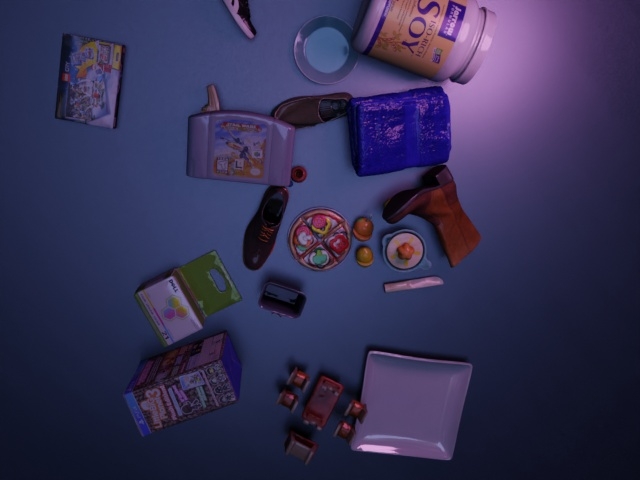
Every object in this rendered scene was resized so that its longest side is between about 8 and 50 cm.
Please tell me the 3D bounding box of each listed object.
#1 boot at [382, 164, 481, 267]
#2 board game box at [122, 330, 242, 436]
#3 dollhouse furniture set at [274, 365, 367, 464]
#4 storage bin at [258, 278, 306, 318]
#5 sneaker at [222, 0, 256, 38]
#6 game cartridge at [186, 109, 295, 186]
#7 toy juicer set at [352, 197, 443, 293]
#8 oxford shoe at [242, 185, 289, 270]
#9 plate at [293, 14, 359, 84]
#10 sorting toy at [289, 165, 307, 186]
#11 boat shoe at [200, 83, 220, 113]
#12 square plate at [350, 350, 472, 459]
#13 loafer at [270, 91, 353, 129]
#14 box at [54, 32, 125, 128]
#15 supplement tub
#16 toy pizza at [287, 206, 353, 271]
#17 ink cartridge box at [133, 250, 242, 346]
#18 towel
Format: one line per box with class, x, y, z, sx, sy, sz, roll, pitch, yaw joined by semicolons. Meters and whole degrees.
boot;0.331;-0.041;1.804;0.264;0.096;0.280;-40;113;-27
board game box;-0.395;0.414;1.802;0.291;0.232;0.141;-19;103;1
dollhouse furniture set;-0.018;0.554;1.920;0.262;0.135;0.259;27;93;2
storage bin;-0.117;0.174;1.844;0.135;0.091;0.098;19;100;-8
sneaker;-0.209;-0.670;1.658;0.121;0.079;0.217;-33;101;4
game cartridge;-0.224;-0.262;1.711;0.297;0.062;0.198;5;117;-4
toy juicer set;0.220;0.050;1.845;0.209;0.089;0.329;-29;103;2
oxford shoe;-0.167;-0.033;1.790;0.097;0.098;0.271;17;100;-8
plate;0.017;-0.539;1.734;0.188;0.024;0.188;-1;102;-5
sorting toy;-0.089;-0.188;1.798;0.102;0.042;0.061;4;87;7
boat shoe;-0.312;-0.354;1.727;0.059;0.063;0.170;-7;104;-9
square plate;0.289;0.532;1.976;0.344;0.049;0.347;8;102;-7
loafer;-0.022;-0.372;1.734;0.251;0.087;0.094;-16;103;-1
box;-0.638;-0.439;1.692;0.159;0.044;0.233;10;101;-7
supplement tub;0.272;-0.570;1.636;0.331;0.241;0.241;18;100;-9
toy pizza;0.000;0.000;1.845;0.201;0.032;0.201;-1;102;-5
ink cartridge box;-0.390;0.170;1.818;0.255;0.097;0.189;-26;103;2
towel;0.232;-0.310;1.735;0.308;0.076;0.228;-12;103;-19
